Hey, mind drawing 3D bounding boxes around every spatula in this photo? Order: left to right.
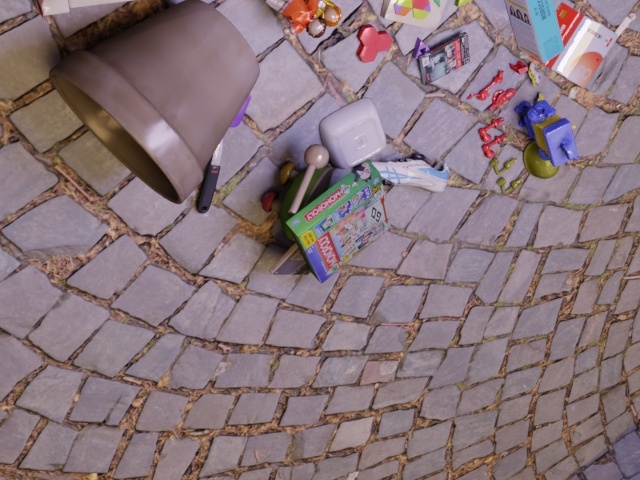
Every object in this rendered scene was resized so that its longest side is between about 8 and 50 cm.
[{"bbox_3d":[-0.218,-0.181,1.775,0.084,0.030,0.296,2,121,-27],"label":"spatula"}]

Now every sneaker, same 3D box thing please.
[{"bbox_3d":[0.192,-0.163,1.973,0.237,0.085,0.086,6,93,-27],"label":"sneaker"}]

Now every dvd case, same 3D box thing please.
[{"bbox_3d":[0.000,0.000,1.927,0.221,0.018,0.164,-47,158,19],"label":"dvd case"},{"bbox_3d":[0.273,-0.398,1.873,0.119,0.013,0.087,-31,145,-7],"label":"dvd case"}]

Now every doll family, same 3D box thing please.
[{"bbox_3d":[0.012,-0.500,1.603,0.163,0.118,0.263,33,107,-18],"label":"doll family"}]

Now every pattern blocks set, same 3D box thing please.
[{"bbox_3d":[0.205,-0.528,1.754,0.286,0.026,0.324,-10,126,-21],"label":"pattern blocks set"}]

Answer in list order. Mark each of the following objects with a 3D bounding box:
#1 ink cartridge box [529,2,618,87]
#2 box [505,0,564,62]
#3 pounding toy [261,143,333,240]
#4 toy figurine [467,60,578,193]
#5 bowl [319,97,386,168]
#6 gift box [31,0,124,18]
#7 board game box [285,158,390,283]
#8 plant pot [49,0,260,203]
[{"bbox_3d":[0.594,-0.454,1.992,0.179,0.045,0.145,15,113,-37],"label":"ink cartridge box"},{"bbox_3d":[0.452,-0.510,1.844,0.060,0.100,0.244,-34,131,-5],"label":"box"},{"bbox_3d":[-0.062,-0.110,1.844,0.183,0.110,0.237,-61,172,-17],"label":"pounding toy"},{"bbox_3d":[0.514,-0.218,2.001,0.191,0.217,0.362,-31,130,-5],"label":"toy figurine"},{"bbox_3d":[0.079,-0.227,1.881,0.142,0.053,0.142,-28,132,-7],"label":"bowl"},{"bbox_3d":[-0.380,-0.485,1.338,0.258,0.255,0.276,-13,123,-21],"label":"gift box"},{"bbox_3d":[0.048,-0.032,1.850,0.213,0.046,0.317,-39,159,-6],"label":"board game box"},{"bbox_3d":[-0.270,-0.272,1.537,0.280,0.323,0.323,-46,132,-14],"label":"plant pot"}]
